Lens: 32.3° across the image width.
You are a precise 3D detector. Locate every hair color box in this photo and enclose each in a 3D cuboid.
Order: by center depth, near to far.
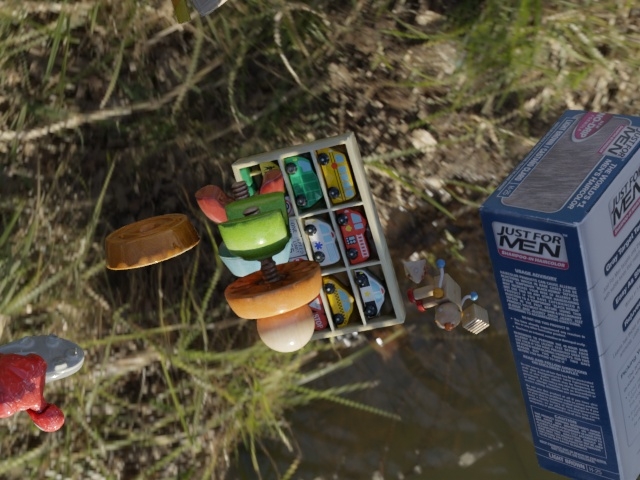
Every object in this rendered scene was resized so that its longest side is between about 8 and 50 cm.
[{"bbox_3d":[0.271,0.064,1.084,0.174,0.105,0.347,-45,132,-34],"label":"hair color box"}]

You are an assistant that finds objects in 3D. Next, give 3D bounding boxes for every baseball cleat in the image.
[{"bbox_3d":[-0.423,0.184,1.515,0.206,0.072,0.109,-4,138,-4],"label":"baseball cleat"}]

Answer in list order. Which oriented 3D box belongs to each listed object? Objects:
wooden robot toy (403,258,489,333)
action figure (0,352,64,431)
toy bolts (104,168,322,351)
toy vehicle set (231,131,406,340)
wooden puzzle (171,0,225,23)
[{"bbox_3d":[0.169,0.097,1.514,0.076,0.079,0.173,-26,134,24],"label":"wooden robot toy"},{"bbox_3d":[-0.386,0.115,1.127,0.280,0.091,0.139,39,135,-7],"label":"action figure"},{"bbox_3d":[-0.101,0.034,1.199,0.218,0.228,0.158,-12,105,8],"label":"toy bolts"},{"bbox_3d":[0.000,0.000,1.486,0.166,0.035,0.266,-13,105,16],"label":"toy vehicle set"},{"bbox_3d":[-0.130,-0.306,1.274,0.116,0.014,0.078,-25,91,25],"label":"wooden puzzle"}]
